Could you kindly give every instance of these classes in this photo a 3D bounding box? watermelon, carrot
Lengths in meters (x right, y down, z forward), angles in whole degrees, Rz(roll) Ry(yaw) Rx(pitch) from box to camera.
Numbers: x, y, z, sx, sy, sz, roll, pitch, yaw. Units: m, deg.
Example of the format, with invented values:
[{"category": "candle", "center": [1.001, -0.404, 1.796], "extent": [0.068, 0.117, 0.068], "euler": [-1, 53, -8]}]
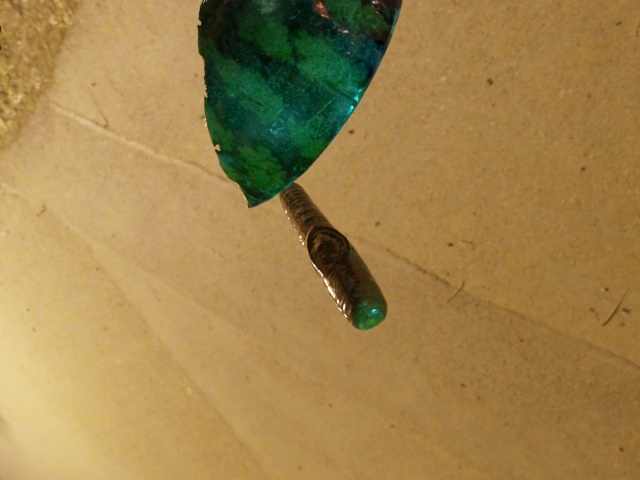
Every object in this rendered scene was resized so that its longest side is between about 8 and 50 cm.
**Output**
[{"category": "watermelon", "center": [-0.064, -0.259, 0.987], "extent": [0.222, 0.292, 0.319], "euler": [31, 139, -21]}, {"category": "carrot", "center": [0.001, 0.000, 1.058], "extent": [0.342, 0.070, 0.070], "euler": [-124, 18, -48]}]
